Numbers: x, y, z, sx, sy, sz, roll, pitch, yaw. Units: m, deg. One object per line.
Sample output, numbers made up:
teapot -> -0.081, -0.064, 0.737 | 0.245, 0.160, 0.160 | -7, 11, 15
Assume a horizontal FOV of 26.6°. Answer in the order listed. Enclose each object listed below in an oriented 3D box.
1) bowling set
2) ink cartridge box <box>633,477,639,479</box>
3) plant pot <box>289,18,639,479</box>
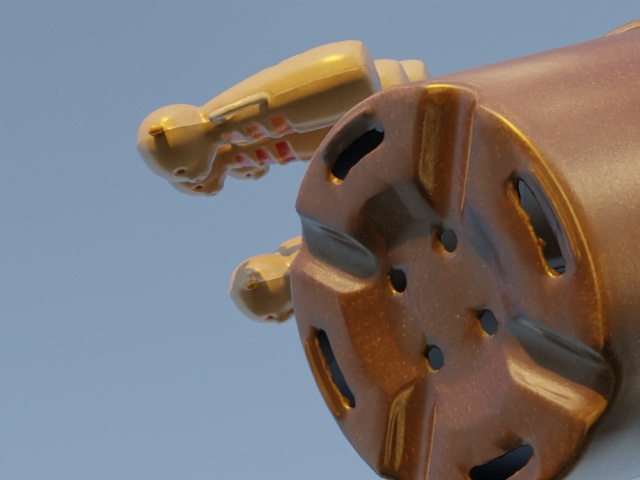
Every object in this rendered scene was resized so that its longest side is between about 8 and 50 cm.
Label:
bowling set -> 0.000, 0.000, 0.777 | 0.154, 0.287, 0.199 | -18, -92, 14
ink cartridge box -> 0.196, 0.073, 0.740 | 0.082, 0.191, 0.139 | -33, -67, -10
plant pot -> 0.091, 0.004, 0.429 | 0.165, 0.167, 0.167 | -10, -62, -39
